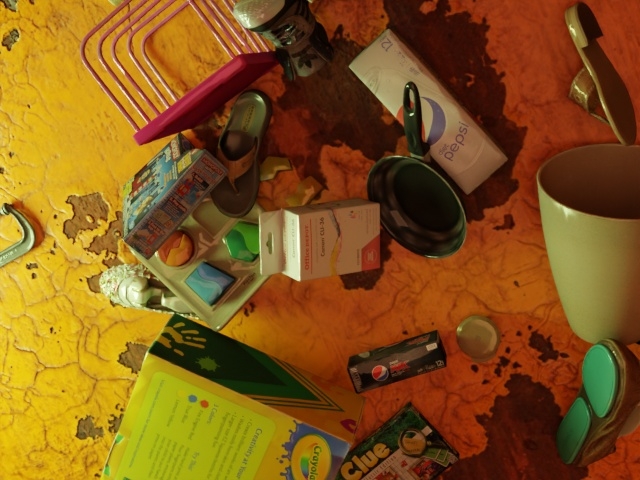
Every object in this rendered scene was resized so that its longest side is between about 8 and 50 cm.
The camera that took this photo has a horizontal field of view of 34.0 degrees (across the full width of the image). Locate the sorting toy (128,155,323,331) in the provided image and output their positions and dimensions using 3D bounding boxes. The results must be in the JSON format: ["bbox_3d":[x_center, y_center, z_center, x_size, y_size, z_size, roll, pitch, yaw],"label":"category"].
[{"bbox_3d":[-0.154,-0.029,1.779,0.229,0.041,0.307,43,93,10],"label":"sorting toy"}]

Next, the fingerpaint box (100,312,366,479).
[{"bbox_3d":[-0.178,0.405,1.834,0.371,0.163,0.445,23,115,1],"label":"fingerpaint box"}]

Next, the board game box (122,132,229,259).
[{"bbox_3d":[-0.243,-0.092,1.743,0.194,0.194,0.060,-40,120,14],"label":"board game box"}]

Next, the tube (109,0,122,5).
[{"bbox_3d":[-0.262,-0.480,1.713,0.240,0.062,0.070,-37,140,9],"label":"tube"}]

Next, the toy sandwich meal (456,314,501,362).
[{"bbox_3d":[0.277,0.169,1.816,0.085,0.029,0.086,2,99,17],"label":"toy sandwich meal"}]

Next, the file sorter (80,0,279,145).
[{"bbox_3d":[-0.214,-0.292,1.631,0.202,0.291,0.182,-35,94,14],"label":"file sorter"}]

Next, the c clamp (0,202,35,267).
[{"bbox_3d":[-0.597,-0.016,1.883,0.160,0.022,0.137,-22,100,12],"label":"c clamp"}]

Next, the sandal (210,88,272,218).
[{"bbox_3d":[-0.134,-0.148,1.747,0.089,0.060,0.219,17,91,9],"label":"sandal"}]

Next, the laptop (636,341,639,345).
[{"bbox_3d":[0.702,0.111,1.755,0.264,0.136,0.234,25,106,27],"label":"laptop"}]

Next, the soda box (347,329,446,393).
[{"bbox_3d":[0.134,0.212,1.827,0.168,0.060,0.053,-18,102,10],"label":"soda box"}]

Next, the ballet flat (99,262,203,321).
[{"bbox_3d":[-0.281,0.091,1.841,0.240,0.077,0.091,6,107,6],"label":"ballet flat"}]

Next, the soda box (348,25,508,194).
[{"bbox_3d":[0.176,-0.213,1.698,0.091,0.098,0.286,-42,96,15],"label":"soda box"}]

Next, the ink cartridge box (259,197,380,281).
[{"bbox_3d":[0.000,0.000,1.736,0.198,0.067,0.115,-9,106,-28],"label":"ink cartridge box"}]

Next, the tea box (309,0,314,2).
[{"bbox_3d":[-0.035,-0.536,1.526,0.323,0.329,0.220,44,105,-6],"label":"tea box"}]

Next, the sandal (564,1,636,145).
[{"bbox_3d":[0.429,-0.256,1.681,0.079,0.088,0.240,-19,95,43],"label":"sandal"}]

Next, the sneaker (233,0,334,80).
[{"bbox_3d":[-0.047,-0.323,1.615,0.101,0.268,0.153,-24,105,15],"label":"sneaker"}]

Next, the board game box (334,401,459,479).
[{"bbox_3d":[0.111,0.422,1.898,0.259,0.030,0.136,-43,93,14],"label":"board game box"}]

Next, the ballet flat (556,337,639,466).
[{"bbox_3d":[0.484,0.264,1.716,0.124,0.116,0.342,-7,138,-9],"label":"ballet flat"}]

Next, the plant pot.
[{"bbox_3d":[0.467,0.022,1.663,0.256,0.256,0.274,1,121,7],"label":"plant pot"}]

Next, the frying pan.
[{"bbox_3d":[0.140,-0.113,1.694,0.197,0.053,0.326,4,124,45],"label":"frying pan"}]
